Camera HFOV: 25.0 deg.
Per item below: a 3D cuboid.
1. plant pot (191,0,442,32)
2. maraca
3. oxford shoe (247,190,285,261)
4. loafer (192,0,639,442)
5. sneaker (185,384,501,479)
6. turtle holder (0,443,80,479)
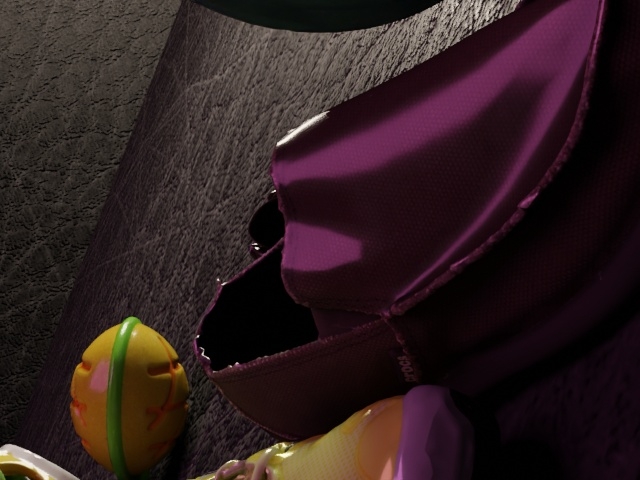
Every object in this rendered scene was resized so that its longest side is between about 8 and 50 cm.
[{"bbox_3d":[0.054,-0.284,0.616,0.334,0.341,0.341,-3,67,67],"label":"plant pot"},{"bbox_3d":[-0.162,0.152,1.238,0.127,0.099,0.186,-75,-12,-55],"label":"maraca"},{"bbox_3d":[0.000,0.000,0.837,0.227,0.096,0.083,139,147,-66],"label":"oxford shoe"},{"bbox_3d":[0.041,-0.006,0.616,0.366,0.130,0.134,125,160,-44],"label":"loafer"},{"bbox_3d":[-0.046,0.170,0.665,0.385,0.147,0.145,-50,22,51],"label":"sneaker"},{"bbox_3d":[-0.283,0.271,1.133,0.243,0.320,0.227,12,58,39],"label":"turtle holder"}]
